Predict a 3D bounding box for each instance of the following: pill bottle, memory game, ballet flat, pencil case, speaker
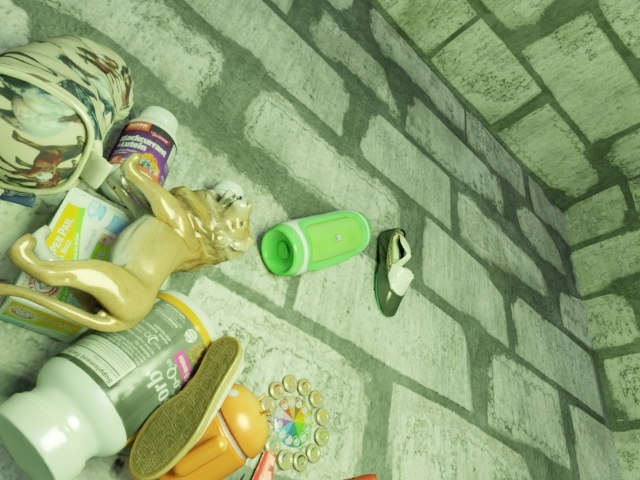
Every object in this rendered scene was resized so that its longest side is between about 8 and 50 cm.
[{"bbox_3d":[-0.294,0.203,0.662,0.162,0.162,0.278,55,41,-5],"label":"pill bottle"},{"bbox_3d":[-0.050,0.366,0.926,0.186,0.012,0.186,23,52,-34],"label":"memory game"},{"bbox_3d":[-0.339,-0.166,0.877,0.108,0.108,0.194,31,48,-30],"label":"pill bottle"},{"bbox_3d":[0.210,0.076,1.297,0.095,0.096,0.281,27,50,-32],"label":"ballet flat"},{"bbox_3d":[-0.212,-0.048,0.951,0.087,0.087,0.160,35,46,-26],"label":"pill bottle"},{"bbox_3d":[-0.383,-0.201,0.685,0.183,0.160,0.410,44,10,-29],"label":"pencil case"},{"bbox_3d":[0.000,0.000,1.109,0.296,0.131,0.131,-16,79,-49],"label":"speaker"}]

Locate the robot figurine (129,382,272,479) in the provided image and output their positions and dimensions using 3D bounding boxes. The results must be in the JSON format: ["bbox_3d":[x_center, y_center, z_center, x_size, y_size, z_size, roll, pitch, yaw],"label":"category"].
[{"bbox_3d":[-0.176,0.307,0.708,0.128,0.219,0.158,52,-14,39],"label":"robot figurine"}]

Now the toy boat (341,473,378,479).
[{"bbox_3d":[0.075,0.582,0.792,0.148,0.267,0.318,-17,74,-3],"label":"toy boat"}]

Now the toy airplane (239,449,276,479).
[{"bbox_3d":[-0.091,0.464,0.812,0.151,0.028,0.151,20,59,-37],"label":"toy airplane"}]

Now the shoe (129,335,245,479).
[{"bbox_3d":[-0.176,0.238,0.647,0.219,0.076,0.058,-53,152,-34],"label":"shoe"}]

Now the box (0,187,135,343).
[{"bbox_3d":[-0.389,0.038,0.709,0.114,0.103,0.203,31,48,-31],"label":"box"}]

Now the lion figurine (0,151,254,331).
[{"bbox_3d":[-0.262,0.021,0.678,0.240,0.142,0.392,51,44,-20],"label":"lion figurine"}]
